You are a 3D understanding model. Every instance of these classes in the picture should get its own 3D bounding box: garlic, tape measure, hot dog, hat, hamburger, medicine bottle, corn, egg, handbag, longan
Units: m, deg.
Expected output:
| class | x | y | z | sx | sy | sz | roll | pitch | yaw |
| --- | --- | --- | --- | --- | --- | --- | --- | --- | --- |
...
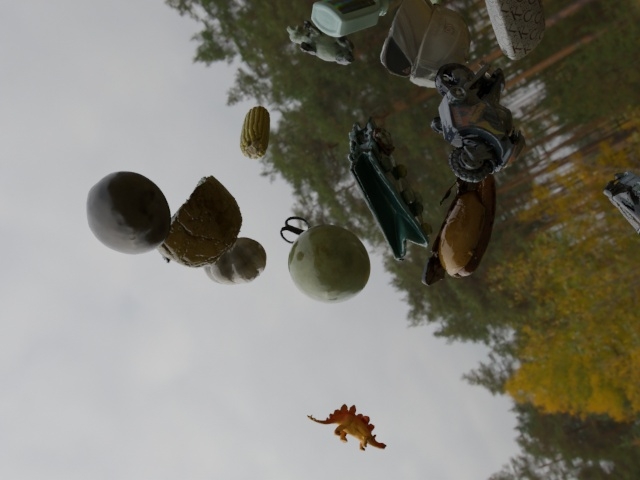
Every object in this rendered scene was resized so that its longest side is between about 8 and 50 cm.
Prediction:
| class | x | y | z | sx | sy | sz | roll | pitch | yaw |
| --- | --- | --- | --- | --- | --- | --- | --- | --- | --- |
| garlic | -0.290 | 0.088 | 2.328 | 0.178 | 0.229 | 0.143 | 57 | -158 | -23 |
| tape measure | 0.759 | -0.070 | 1.599 | 0.181 | 0.107 | 0.182 | 45 | -168 | -6 |
| hot dog | 0.364 | -0.033 | 1.701 | 0.107 | 0.326 | 0.194 | 21 | -164 | 30 |
| hat | 0.247 | -0.474 | 1.576 | 0.275 | 0.161 | 0.232 | 45 | -127 | -46 |
| hamburger | -0.370 | -0.035 | 2.182 | 0.211 | 0.309 | 0.132 | 37 | 177 | -18 |
| medicine bottle | 0.093 | -0.634 | 1.918 | 0.229 | 0.083 | 0.121 | -29 | -125 | -37 |
| corn | -0.183 | -0.306 | 1.958 | 0.081 | 0.081 | 0.248 | 48 | -160 | -27 |
| egg | 0.034 | 0.073 | 1.953 | 0.295 | 0.218 | 0.218 | 34 | -147 | -60 |
| handbag | 0.161 | -0.123 | 1.548 | 0.274 | 0.100 | 0.269 | 61 | -163 | -22 |
| longan | -0.504 | -0.071 | 1.835 | 0.248 | 0.248 | 0.248 | 46 | -154 | -30 |

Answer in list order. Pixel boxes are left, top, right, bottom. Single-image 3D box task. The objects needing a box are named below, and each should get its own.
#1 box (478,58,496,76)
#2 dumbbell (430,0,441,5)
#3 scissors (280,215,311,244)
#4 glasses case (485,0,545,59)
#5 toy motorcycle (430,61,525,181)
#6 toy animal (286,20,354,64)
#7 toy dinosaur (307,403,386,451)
| class | x | y | z | sx | sy | sz | roll | pitch | yaw |
| --- | --- | --- | --- | --- | --- | --- | --- | --- | --- |
| box | 0.522 | -0.510 | 2.110 | 0.083 | 0.024 | 0.053 | 35 | -157 | -30 |
| dumbbell | 0.357 | -0.756 | 2.174 | 0.108 | 0.121 | 0.302 | 42 | 164 | 15 |
| scissors | 0.000 | 0.000 | 2.471 | 0.022 | 0.300 | 0.109 | 83 | -149 | -64 |
| glasses case | 0.523 | -0.627 | 1.861 | 0.085 | 0.137 | 0.355 | 50 | -178 | 36 |
| toy motorcycle | 0.326 | -0.243 | 1.419 | 0.173 | 0.108 | 0.307 | 5 | -120 | -10 |
| toy animal | 0.003 | -0.603 | 2.116 | 0.225 | 0.094 | 0.121 | 14 | -174 | 1 |
| toy dinosaur | 0.094 | 0.587 | 2.226 | 0.288 | 0.070 | 0.117 | 29 | -120 | -8 |
